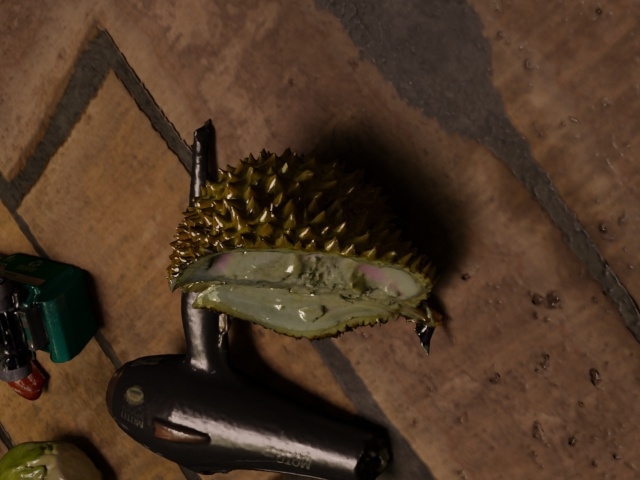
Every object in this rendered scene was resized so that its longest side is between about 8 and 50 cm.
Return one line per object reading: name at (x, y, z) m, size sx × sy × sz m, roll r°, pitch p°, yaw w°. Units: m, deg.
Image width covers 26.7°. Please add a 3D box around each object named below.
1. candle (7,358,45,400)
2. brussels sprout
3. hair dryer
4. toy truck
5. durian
candle at (-0.453, 0.073, 1.689) m, size 0.329 × 0.048 × 0.051 m, roll 45°, pitch 151°, yaw 16°
brussels sprout at (-0.328, 0.305, 1.639) m, size 0.155 × 0.117 × 0.155 m, roll 10°, pitch 120°, yaw 18°
hair dryer at (-0.080, 0.066, 1.280) m, size 0.303 × 0.120 × 0.359 m, roll 9°, pitch 110°, yaw 33°
toy truck at (-0.363, 0.077, 1.539) m, size 0.253 × 0.124 × 0.114 m, roll 11°, pitch 119°, yaw 44°
durian at (0.000, 0.000, 1.125) m, size 0.237 × 0.138 × 0.193 m, roll 23°, pitch 144°, yaw -20°
